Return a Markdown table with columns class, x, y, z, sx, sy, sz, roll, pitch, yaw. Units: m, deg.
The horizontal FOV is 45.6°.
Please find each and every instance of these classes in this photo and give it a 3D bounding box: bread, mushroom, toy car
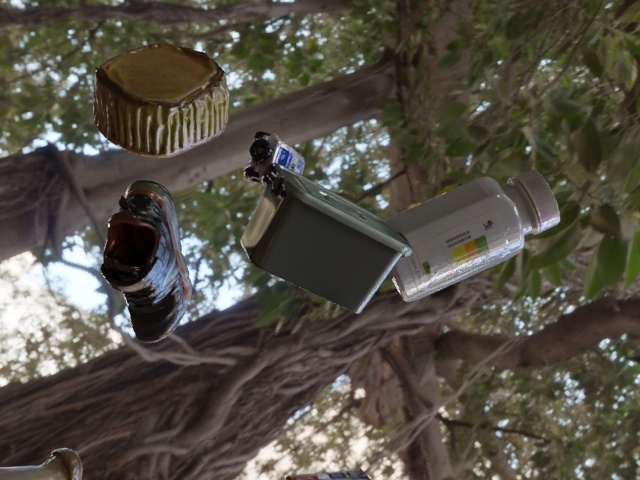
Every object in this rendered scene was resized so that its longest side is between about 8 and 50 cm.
| class | x | y | z | sx | sy | sz | roll | pitch | yaw |
| --- | --- | --- | --- | --- | --- | --- | --- | --- | --- |
| bread | -0.302 | -0.269 | 1.448 | 0.227 | 0.253 | 0.142 | 27 | -52 | 24 |
| mushroom | -0.332 | 0.283 | 0.773 | 0.088 | 0.212 | 0.096 | 2 | -81 | 24 |
| toy car | -0.071 | -0.121 | 1.265 | 0.070 | 0.171 | 0.080 | 12 | -101 | 19 |

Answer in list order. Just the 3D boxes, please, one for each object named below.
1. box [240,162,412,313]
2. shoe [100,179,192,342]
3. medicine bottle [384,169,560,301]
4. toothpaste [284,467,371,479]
| class | x | y | z | sx | sy | sz | roll | pitch | yaw |
| --- | --- | --- | --- | --- | --- | --- | --- | --- | --- |
| box | 0.000 | 0.000 | 1.147 | 0.135 | 0.243 | 0.163 | -59 | -156 | 10 |
| shoe | -0.295 | 0.051 | 1.278 | 0.114 | 0.137 | 0.290 | 3 | -68 | 12 |
| medicine bottle | 0.251 | -0.014 | 1.305 | 0.111 | 0.296 | 0.161 | -116 | -177 | -49 |
| toothpaste | 0.009 | 0.441 | 1.360 | 0.040 | 0.196 | 0.047 | 46 | -67 | 40 |
